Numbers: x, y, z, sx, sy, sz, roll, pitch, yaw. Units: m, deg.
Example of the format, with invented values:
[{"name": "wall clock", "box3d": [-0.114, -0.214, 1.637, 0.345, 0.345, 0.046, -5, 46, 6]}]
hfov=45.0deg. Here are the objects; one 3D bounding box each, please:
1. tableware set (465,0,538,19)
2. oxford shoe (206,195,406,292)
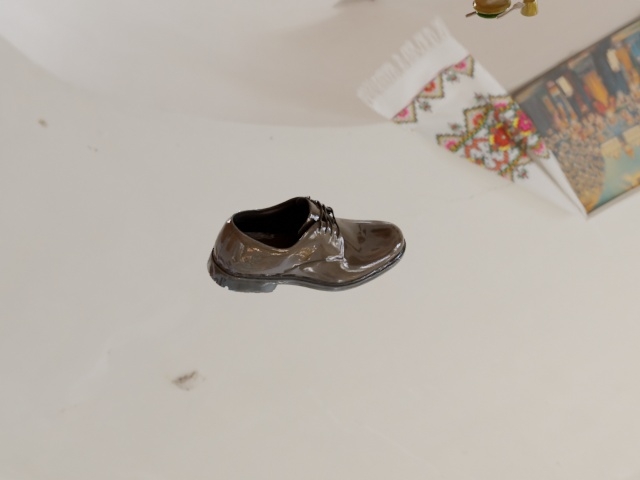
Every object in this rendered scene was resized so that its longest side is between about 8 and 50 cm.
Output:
[{"name": "tableware set", "box3d": [0.218, -0.325, 1.005, 0.104, 0.024, 0.154, -31, -132, -18]}, {"name": "oxford shoe", "box3d": [0.000, 0.000, 0.820, 0.083, 0.227, 0.096, 63, -34, 36]}]
